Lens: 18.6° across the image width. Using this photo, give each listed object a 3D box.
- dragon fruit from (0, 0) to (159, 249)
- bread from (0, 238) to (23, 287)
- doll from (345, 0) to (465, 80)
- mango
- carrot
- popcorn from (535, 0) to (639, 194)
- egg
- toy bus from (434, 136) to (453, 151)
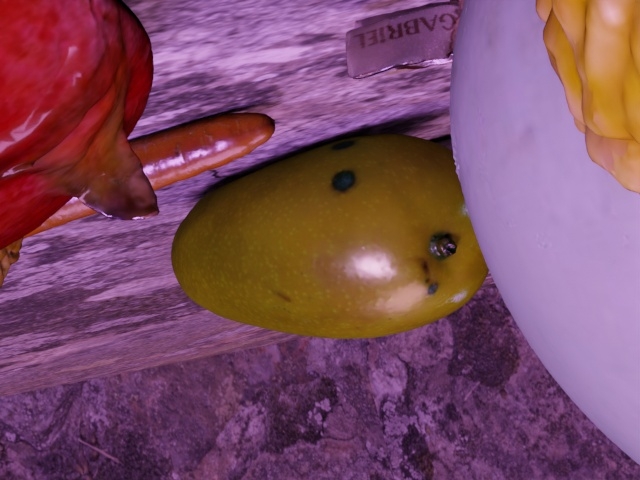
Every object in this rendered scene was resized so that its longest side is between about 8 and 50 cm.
[{"bbox_3d":[-0.197,-0.019,0.845,0.343,0.100,0.282,-19,169,28],"label":"dragon fruit"},{"bbox_3d":[-0.283,0.011,1.059,0.269,0.098,0.087,-10,-146,-38],"label":"bread"},{"bbox_3d":[0.124,-0.098,0.950,0.221,0.115,0.105,-7,-177,-8],"label":"doll"},{"bbox_3d":[0.000,0.000,1.428,0.175,0.143,0.293,-17,-172,-42],"label":"mango"},{"bbox_3d":[-0.144,-0.035,1.199,0.247,0.043,0.043,-18,174,11],"label":"carrot"},{"bbox_3d":[0.156,-0.098,0.531,0.203,0.200,0.226,-9,177,9],"label":"popcorn"},{"bbox_3d":[0.217,-0.015,0.795,0.276,0.276,0.389,-19,130,40],"label":"egg"},{"bbox_3d":[0.124,-0.048,1.533,0.123,0.075,0.060,-17,174,20],"label":"toy bus"}]
